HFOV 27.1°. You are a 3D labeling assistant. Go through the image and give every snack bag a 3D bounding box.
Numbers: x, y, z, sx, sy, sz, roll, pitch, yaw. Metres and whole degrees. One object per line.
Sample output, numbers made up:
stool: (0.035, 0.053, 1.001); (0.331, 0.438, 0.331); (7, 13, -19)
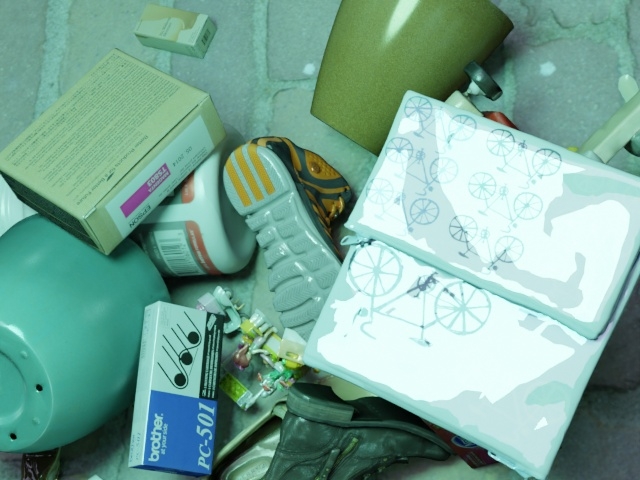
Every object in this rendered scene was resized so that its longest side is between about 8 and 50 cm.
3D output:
snack bag: (0.165, 0.043, 1.438); (0.323, 0.037, 0.342); (25, 89, 21)

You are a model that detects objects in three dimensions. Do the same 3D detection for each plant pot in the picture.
plant pot: (-0.368, 0.136, 1.704); (0.293, 0.235, 0.293); (7, 112, 18)
plant pot: (0.103, -0.252, 1.847); (0.237, 0.237, 0.254); (34, 95, 28)

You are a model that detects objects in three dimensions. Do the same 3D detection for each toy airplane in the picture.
toy airplane: (0.271, -0.038, 1.643); (0.386, 0.272, 0.384); (-16, 41, 48)

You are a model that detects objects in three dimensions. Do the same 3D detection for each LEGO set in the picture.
LEGO set: (-0.081, 0.160, 1.712); (0.107, 0.132, 0.287); (-45, 26, -9)

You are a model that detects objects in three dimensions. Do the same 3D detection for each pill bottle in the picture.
pill bottle: (-0.284, -0.048, 1.859); (0.363, 0.210, 0.210); (-4, 64, 16)

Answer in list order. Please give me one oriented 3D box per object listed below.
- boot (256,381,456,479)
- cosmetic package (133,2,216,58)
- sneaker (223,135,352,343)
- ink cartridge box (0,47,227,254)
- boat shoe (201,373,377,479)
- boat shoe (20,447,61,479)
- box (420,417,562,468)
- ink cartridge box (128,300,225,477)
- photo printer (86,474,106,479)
boot: (0.023, 0.306, 1.645); (0.091, 0.263, 0.229); (-139, 67, -69)
cosmetic package: (-0.227, -0.328, 2.074); (0.115, 0.041, 0.060); (14, 71, 23)
sneaker: (0.000, 0.000, 1.798); (0.124, 0.180, 0.321); (-20, 93, 29)
ink cartridge box: (-0.271, -0.119, 1.715); (0.193, 0.088, 0.235); (30, 66, 33)
boat shoe: (-0.017, 0.240, 1.698); (0.302, 0.098, 0.109); (-35, 60, -1)
boat shoe: (-0.381, 0.316, 1.809); (0.050, 0.045, 0.135); (11, 71, 11)
box: (0.195, 0.171, 1.570); (0.122, 0.257, 0.128); (-15, 63, 15)
ink cartridge box: (-0.179, 0.187, 1.669); (0.046, 0.097, 0.207); (-23, 58, 55)
photo printer: (-0.253, 0.458, 1.663); (0.307, 0.107, 0.256); (30, 78, 27)
